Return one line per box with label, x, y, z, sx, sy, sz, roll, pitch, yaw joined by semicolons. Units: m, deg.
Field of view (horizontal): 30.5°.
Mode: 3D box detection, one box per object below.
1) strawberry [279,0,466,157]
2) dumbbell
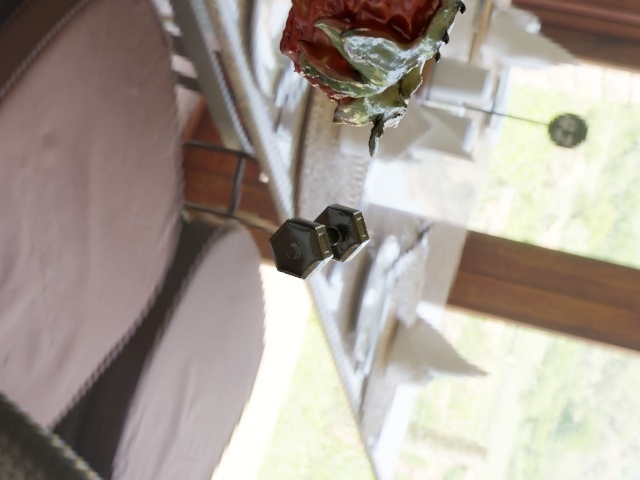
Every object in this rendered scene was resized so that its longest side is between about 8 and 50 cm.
strawberry;0.049;-0.186;0.726;0.174;0.098;0.228;127;-14;-71
dumbbell;0.000;0.000;0.755;0.083;0.040;0.036;-22;127;-63
